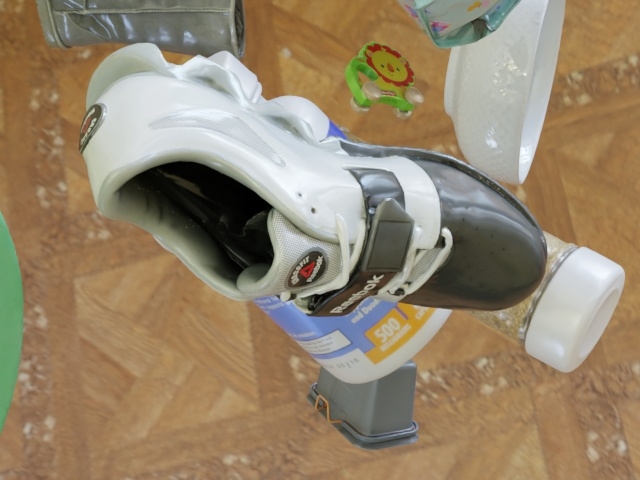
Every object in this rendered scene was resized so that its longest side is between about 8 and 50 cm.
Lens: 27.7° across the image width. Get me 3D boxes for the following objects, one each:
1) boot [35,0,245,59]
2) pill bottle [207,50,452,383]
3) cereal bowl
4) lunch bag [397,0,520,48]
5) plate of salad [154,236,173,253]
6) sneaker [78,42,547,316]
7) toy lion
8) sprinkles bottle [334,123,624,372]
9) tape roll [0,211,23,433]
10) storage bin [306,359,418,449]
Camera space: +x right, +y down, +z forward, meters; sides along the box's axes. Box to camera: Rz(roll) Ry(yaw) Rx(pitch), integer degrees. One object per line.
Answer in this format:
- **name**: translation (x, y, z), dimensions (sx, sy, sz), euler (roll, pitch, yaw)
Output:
- **boot**: translation (-0.184, -0.263, 1.293), dimensions (0.208, 0.190, 0.076), euler (5, 44, 17)
- **pill bottle**: translation (-0.021, -0.021, 1.063), dimensions (0.152, 0.272, 0.152), euler (-38, 22, 19)
- **cereal bowl**: translation (0.281, -0.264, 2.022), dimensions (0.141, 0.339, 0.339), euler (13, 77, 14)
- **lunch bag**: translation (0.126, -0.344, 1.438), dimensions (0.160, 0.262, 0.223), euler (-33, 79, 10)
- **plate of salad**: translation (-0.116, -0.077, 1.381), dimensions (0.048, 0.200, 0.200), euler (15, 77, 35)
- **sneaker**: translation (0.000, 0.000, 0.825), dimensions (0.146, 0.330, 0.122), euler (-93, 27, -53)
- **toy lion**: translation (0.068, -0.185, 1.460), dimensions (0.034, 0.100, 0.096), euler (-47, 54, 40)
- **sprinkles bottle**: translation (0.132, 0.002, 1.343), dimensions (0.355, 0.121, 0.121), euler (29, 84, 23)
- **tape roll**: translation (-0.306, 0.065, 0.654), dimensions (0.077, 0.321, 0.321), euler (23, 81, 39)
- **storage bin**: translation (0.046, 0.156, 1.427), dimensions (0.135, 0.098, 0.091), euler (37, 125, 53)
